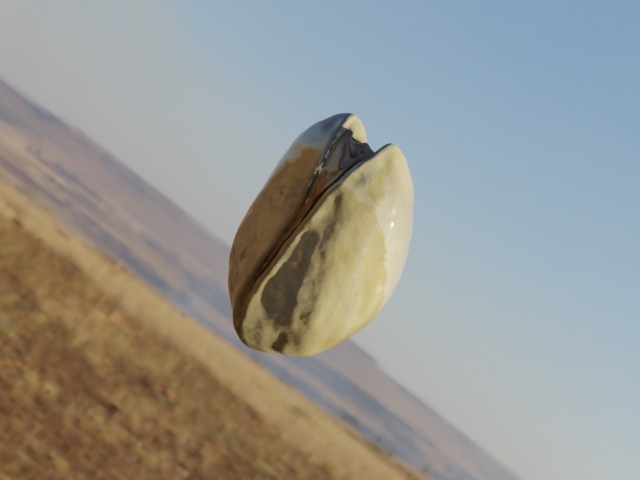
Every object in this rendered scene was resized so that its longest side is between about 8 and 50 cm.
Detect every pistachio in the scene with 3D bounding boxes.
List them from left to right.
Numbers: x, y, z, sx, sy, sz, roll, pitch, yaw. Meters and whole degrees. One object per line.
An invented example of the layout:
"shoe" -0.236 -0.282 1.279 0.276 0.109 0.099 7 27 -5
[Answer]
"pistachio" 0.000 0.000 1.027 0.124 0.185 0.124 15 28 -8
